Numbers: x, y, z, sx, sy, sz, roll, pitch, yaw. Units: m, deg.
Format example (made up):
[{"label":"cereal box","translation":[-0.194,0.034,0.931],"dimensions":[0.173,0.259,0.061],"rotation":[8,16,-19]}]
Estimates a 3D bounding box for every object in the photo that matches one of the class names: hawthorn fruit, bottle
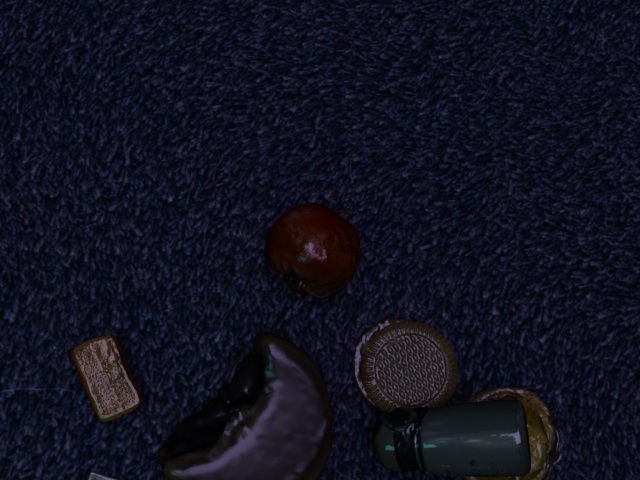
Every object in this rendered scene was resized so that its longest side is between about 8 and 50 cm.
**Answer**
[{"label":"hawthorn fruit","translation":[0.000,0.000,1.808],"dimensions":[0.242,0.242,0.271],"rotation":[33,65,4]},{"label":"bottle","translation":[0.294,0.452,1.680],"dimensions":[0.347,0.168,0.168],"rotation":[-6,76,14]}]

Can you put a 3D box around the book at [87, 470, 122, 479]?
[{"label":"book","translation":[-0.446,0.652,1.713],"dimensions":[0.242,0.018,0.170],"rotation":[18,76,0]}]

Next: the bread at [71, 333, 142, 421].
[{"label":"bread","translation":[-0.506,0.325,1.758],"dimensions":[0.116,0.077,0.200],"rotation":[-24,81,-12]}]

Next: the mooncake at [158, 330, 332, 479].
[{"label":"mooncake","translation":[-0.176,0.413,1.676],"dimensions":[0.395,0.246,0.392],"rotation":[-8,82,-7]}]

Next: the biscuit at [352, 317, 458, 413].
[{"label":"biscuit","translation":[0.207,0.312,1.820],"dimensions":[0.259,0.079,0.259],"rotation":[1,78,-5]}]

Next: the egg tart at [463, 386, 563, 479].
[{"label":"egg tart","translation":[0.456,0.490,1.783],"dimensions":[0.291,0.107,0.290],"rotation":[1,77,-4]}]
